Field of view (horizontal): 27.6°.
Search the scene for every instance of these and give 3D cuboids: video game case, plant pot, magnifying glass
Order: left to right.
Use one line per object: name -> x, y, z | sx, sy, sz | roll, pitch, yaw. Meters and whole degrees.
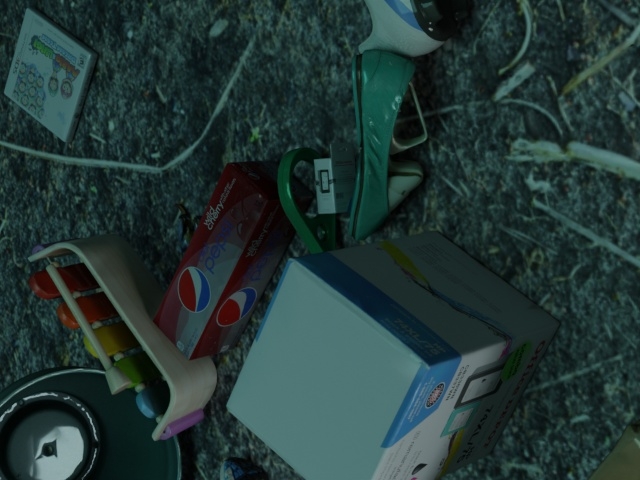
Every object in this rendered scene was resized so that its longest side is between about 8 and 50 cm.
video game case -> -0.397, -0.243, 1.907 | 0.157, 0.019, 0.143 | 36, 118, 30
plant pot -> -0.364, 0.306, 1.813 | 0.196, 0.293, 0.293 | -170, 76, -64
magnifying glass -> 0.000, 0.000, 1.582 | 0.026, 0.092, 0.231 | -11, 99, 37

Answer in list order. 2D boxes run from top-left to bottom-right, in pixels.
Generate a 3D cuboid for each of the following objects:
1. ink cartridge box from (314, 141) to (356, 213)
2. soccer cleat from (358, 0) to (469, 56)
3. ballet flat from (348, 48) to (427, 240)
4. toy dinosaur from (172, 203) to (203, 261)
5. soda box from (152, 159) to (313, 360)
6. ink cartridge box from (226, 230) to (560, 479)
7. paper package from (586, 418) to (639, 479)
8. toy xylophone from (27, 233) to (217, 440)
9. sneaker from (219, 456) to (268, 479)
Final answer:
ink cartridge box -> 0.019, -0.075, 1.571 | 0.028, 0.048, 0.083 | -1, 95, 38
soccer cleat -> 0.058, -0.363, 1.456 | 0.143, 0.116, 0.331 | -14, 87, 39
ballet flat -> 0.078, -0.100, 1.490 | 0.087, 0.083, 0.247 | 4, 123, 6
toy dinosaur -> -0.172, 0.005, 1.758 | 0.090, 0.047, 0.082 | -122, 35, -60
soda box -> -0.115, 0.025, 1.665 | 0.083, 0.092, 0.263 | 43, 121, 28
ink cartridge box -> 0.082, 0.132, 1.404 | 0.197, 0.270, 0.198 | 37, 118, 28
paper package -> 0.369, 0.370, 1.269 | 0.325, 0.168, 0.309 | 46, 123, 25
toy xylophone -> -0.269, 0.113, 1.721 | 0.081, 0.236, 0.322 | -41, 72, 22
sneaker -> -0.093, 0.380, 1.713 | 0.083, 0.071, 0.190 | -37, 72, 42
